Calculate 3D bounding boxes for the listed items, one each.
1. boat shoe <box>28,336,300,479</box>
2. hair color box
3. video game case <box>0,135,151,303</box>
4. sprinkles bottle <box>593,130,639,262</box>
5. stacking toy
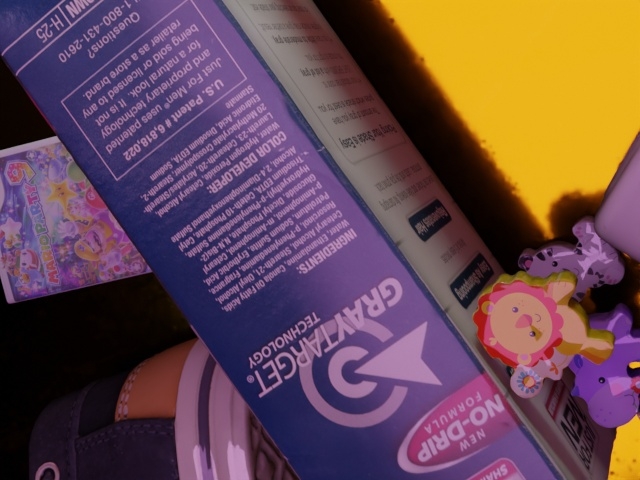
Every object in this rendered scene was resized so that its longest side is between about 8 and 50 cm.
[{"bbox_3d":[-0.051,0.297,0.754,0.156,0.187,0.500,-9,91,21],"label":"boat shoe"},{"bbox_3d":[0.000,0.000,0.692,0.105,0.174,0.347,-36,88,16],"label":"hair color box"},{"bbox_3d":[-0.133,-0.018,0.808,0.122,0.011,0.087,-13,95,16],"label":"video game case"},{"bbox_3d":[0.305,0.033,0.646,0.355,0.121,0.121,31,105,8],"label":"sprinkles bottle"},{"bbox_3d":[0.155,0.095,0.671,0.052,0.167,0.221,-33,90,18],"label":"stacking toy"}]
